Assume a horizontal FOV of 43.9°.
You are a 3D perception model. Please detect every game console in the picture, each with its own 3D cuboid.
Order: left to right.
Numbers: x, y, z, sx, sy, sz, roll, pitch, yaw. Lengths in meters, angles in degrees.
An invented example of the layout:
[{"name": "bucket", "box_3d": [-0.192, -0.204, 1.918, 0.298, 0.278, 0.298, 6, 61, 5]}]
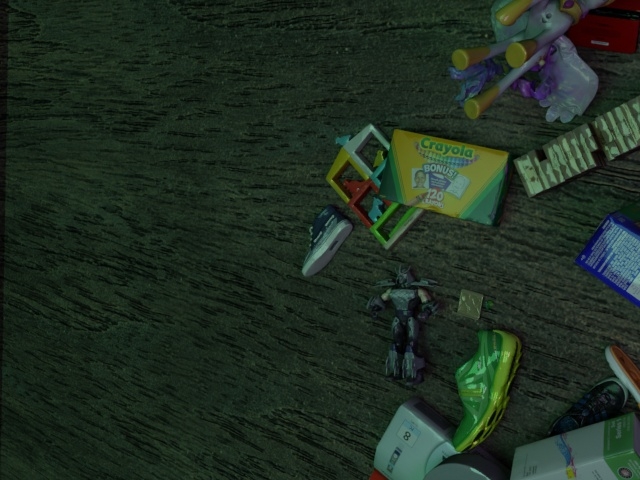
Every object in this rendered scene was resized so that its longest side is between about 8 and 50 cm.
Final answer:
[{"name": "game console", "box_3d": [0.586, -0.459, 1.609, 0.144, 0.085, 0.124, 19, 137, 32]}]

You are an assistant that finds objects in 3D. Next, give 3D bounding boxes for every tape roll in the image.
[{"name": "tape roll", "box_3d": [0.330, 0.591, 1.770, 0.219, 0.072, 0.219, 5, 100, 32]}]

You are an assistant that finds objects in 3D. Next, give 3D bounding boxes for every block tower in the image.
[{"name": "block tower", "box_3d": [0.567, -0.199, 1.607, 0.336, 0.091, 0.097, -26, 82, 33]}]

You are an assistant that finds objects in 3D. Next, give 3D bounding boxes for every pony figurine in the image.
[{"name": "pony figurine", "box_3d": [0.415, -0.378, 1.531, 0.302, 0.364, 0.351, 53, 156, 9]}]

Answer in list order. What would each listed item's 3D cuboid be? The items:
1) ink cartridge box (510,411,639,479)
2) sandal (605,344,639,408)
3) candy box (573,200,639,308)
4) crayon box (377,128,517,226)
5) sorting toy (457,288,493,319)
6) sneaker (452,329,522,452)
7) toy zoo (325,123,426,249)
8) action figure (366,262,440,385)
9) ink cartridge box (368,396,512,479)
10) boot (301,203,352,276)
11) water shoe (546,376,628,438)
[{"name": "ink cartridge box", "box_3d": [0.563, 0.495, 1.633, 0.278, 0.117, 0.201, -29, 108, 33]}, {"name": "sandal", "box_3d": [0.677, 0.307, 1.586, 0.076, 0.102, 0.265, -46, 68, 32]}, {"name": "candy box", "box_3d": [0.669, 0.066, 1.462, 0.317, 0.268, 0.122, 40, 119, 23]}, {"name": "crayon box", "box_3d": [0.283, -0.142, 1.786, 0.279, 0.081, 0.165, 16, 96, 27]}, {"name": "sorting toy", "box_3d": [0.359, 0.151, 1.836, 0.083, 0.012, 0.061, 16, 100, 35]}, {"name": "sneaker", "box_3d": [0.362, 0.339, 1.804, 0.124, 0.109, 0.295, 23, 96, 35]}, {"name": "toy zoo", "box_3d": [0.134, -0.148, 1.942, 0.293, 0.030, 0.192, 50, 119, 19]}, {"name": "action figure", "box_3d": [0.203, 0.196, 1.899, 0.185, 0.099, 0.284, -2, 91, 43]}, {"name": "ink cartridge box", "box_3d": [0.249, 0.622, 1.921, 0.308, 0.091, 0.384, 36, 112, 25]}, {"name": "boot", "box_3d": [0.000, 0.000, 2.037, 0.190, 0.069, 0.086, -50, 61, 19]}, {"name": "water shoe", "box_3d": [0.567, 0.371, 1.680, 0.073, 0.080, 0.203, 49, 119, 19]}]
